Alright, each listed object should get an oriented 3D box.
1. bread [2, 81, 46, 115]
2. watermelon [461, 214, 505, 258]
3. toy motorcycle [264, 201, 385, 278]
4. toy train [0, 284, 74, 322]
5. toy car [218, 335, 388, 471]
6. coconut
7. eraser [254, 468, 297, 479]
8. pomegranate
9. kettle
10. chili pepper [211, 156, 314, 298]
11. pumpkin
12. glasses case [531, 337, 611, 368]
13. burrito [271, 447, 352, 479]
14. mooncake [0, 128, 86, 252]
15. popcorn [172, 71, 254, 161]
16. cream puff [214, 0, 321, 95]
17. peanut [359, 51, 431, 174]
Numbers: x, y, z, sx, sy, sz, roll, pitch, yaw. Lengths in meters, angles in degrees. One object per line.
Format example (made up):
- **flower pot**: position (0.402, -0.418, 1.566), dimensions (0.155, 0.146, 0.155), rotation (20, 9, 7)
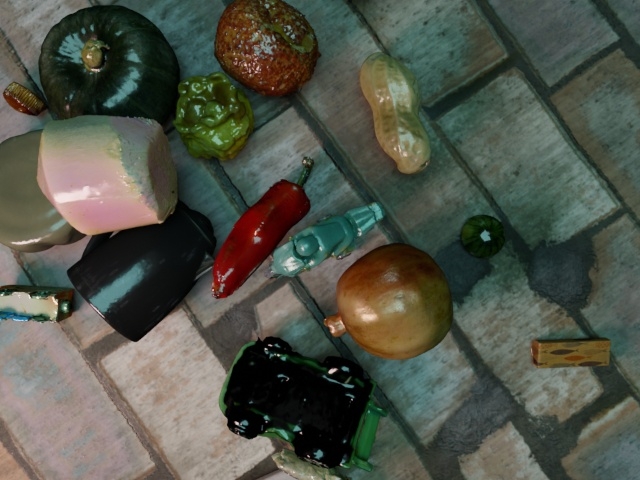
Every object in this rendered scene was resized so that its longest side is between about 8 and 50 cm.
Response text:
- **bread**: position (-0.681, -0.319, 1.107), dimensions (0.085, 0.085, 0.053), rotation (30, 80, 0)
- **watermelon**: position (0.386, -0.011, 1.127), dimensions (0.106, 0.062, 0.105), rotation (0, 87, -6)
- **toy motorcycle**: position (0.002, -0.001, 1.054), dimensions (0.297, 0.198, 0.109), rotation (-28, 84, -3)
- **toy train**: position (-0.646, 0.142, 1.083), dimensions (0.188, 0.099, 0.072), rotation (4, 90, -2)
- **toy car**: position (-0.030, 0.360, 1.049), dimensions (0.359, 0.176, 0.213), rotation (17, 61, 7)
- **coconut**: position (-0.422, -0.131, 0.944), dimensions (0.245, 0.233, 0.233), rotation (-5, 88, 4)
- **eraser**: position (-0.079, 0.607, 1.079), dimensions (0.270, 0.095, 0.174), rotation (-23, 82, -3)
- **pomegranate**: position (0.137, 0.135, 1.027), dimensions (0.271, 0.252, 0.229), rotation (-22, 109, -4)
- **kettle**: position (-0.377, 0.025, 1.052), dimensions (0.268, 0.207, 0.290), rotation (43, 77, 15)
- **chili pepper**: position (-0.120, -0.031, 1.065), dimensions (0.110, 0.110, 0.387), rotation (38, 64, 0)
- **pumpkin**: position (-0.455, -0.353, 1.047), dimensions (0.300, 0.207, 0.300), rotation (0, 88, 3)
- **glasses case**: position (0.585, 0.261, 1.133), dimensions (0.170, 0.041, 0.064), rotation (-2, 99, -2)
- **burrito**: position (-0.017, 0.493, 1.035), dimensions (0.188, 0.058, 0.045), rotation (14, 92, 15)
- **mooncake**: position (-0.618, -0.106, 1.077), dimensions (0.275, 0.135, 0.274), rotation (0, 84, -1)
- **popcorn**: position (-0.240, -0.274, 1.082), dimensions (0.198, 0.155, 0.197), rotation (1, 100, 4)
- **cream puff**: position (-0.111, -0.435, 1.062), dimensions (0.240, 0.164, 0.240), rotation (18, 53, -25)
- **peanut**: position (0.175, -0.291, 1.103), dimensions (0.130, 0.130, 0.290), rotation (-16, 88, -2)
